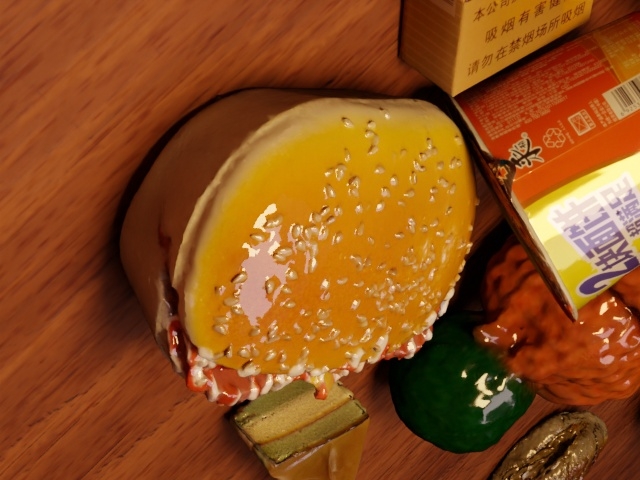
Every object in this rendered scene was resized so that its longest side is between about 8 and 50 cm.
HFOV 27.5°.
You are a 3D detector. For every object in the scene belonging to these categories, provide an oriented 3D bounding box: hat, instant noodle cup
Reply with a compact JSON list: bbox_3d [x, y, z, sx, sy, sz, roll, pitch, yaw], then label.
[{"bbox_3d":[0.271,0.076,1.230,0.400,0.285,0.285,-49,148,10],"label":"hat"},{"bbox_3d":[0.217,-0.068,1.014,0.174,0.213,0.213,-30,148,6],"label":"instant noodle cup"}]

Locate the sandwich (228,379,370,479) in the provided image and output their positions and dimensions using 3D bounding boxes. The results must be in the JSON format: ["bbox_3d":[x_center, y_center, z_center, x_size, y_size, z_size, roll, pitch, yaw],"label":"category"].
[{"bbox_3d":[-0.032,0.207,1.173,0.113,0.079,0.163,-20,140,-34],"label":"sandwich"}]

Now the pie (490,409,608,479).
[{"bbox_3d":[0.290,0.297,1.658,0.193,0.079,0.163,-49,152,2],"label":"pie"}]

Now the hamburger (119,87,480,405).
[{"bbox_3d":[0.000,0.000,0.929,0.295,0.151,0.227,-6,126,-45],"label":"hamburger"}]

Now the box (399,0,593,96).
[{"bbox_3d":[0.135,-0.234,0.916,0.152,0.070,0.237,-30,146,-27],"label":"box"}]
